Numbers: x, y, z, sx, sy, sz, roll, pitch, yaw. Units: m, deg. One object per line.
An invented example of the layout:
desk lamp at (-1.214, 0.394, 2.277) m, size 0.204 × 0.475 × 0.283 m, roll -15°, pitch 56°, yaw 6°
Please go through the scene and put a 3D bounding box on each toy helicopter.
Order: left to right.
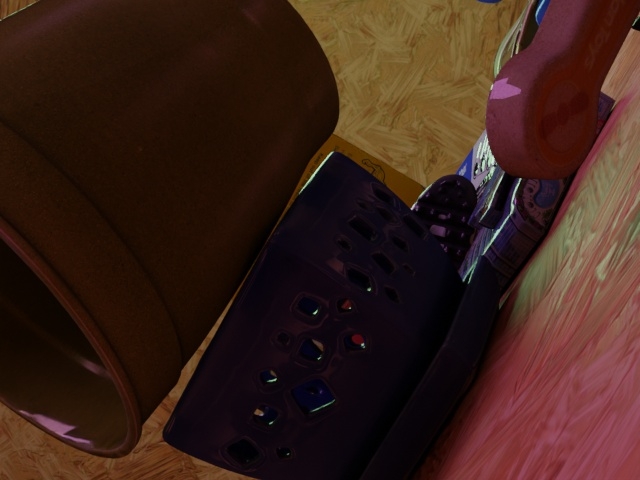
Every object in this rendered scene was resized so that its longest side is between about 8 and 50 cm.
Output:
toy helicopter at (0.207, -0.186, 1.211) m, size 0.235 × 0.140 × 0.355 m, roll 45°, pitch -116°, yaw -44°

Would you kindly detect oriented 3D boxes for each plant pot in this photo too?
plant pot at (-0.179, -0.069, 1.553) m, size 0.353 × 0.366 × 0.366 m, roll -47°, pitch -6°, yaw -25°
plant pot at (0.023, 0.094, 1.631) m, size 0.236 × 0.212 × 0.236 m, roll -60°, pitch 0°, yaw 26°

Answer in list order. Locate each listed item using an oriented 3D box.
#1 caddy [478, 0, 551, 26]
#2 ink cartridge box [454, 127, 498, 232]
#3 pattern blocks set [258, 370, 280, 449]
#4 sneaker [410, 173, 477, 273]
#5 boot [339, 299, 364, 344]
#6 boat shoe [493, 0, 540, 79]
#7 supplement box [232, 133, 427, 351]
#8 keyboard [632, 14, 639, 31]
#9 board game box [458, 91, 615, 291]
caddy at (0.299, -0.397, 2.190) m, size 0.179 × 0.241 × 0.341 m, roll -65°, pitch 2°, yaw -23°
ink cartridge box at (0.201, -0.069, 2.136) m, size 0.207 × 0.046 × 0.097 m, roll 119°, pitch 158°, yaw -66°
pattern blocks set at (-0.050, 0.243, 2.388) m, size 0.325 × 0.026 × 0.285 m, roll 105°, pitch 149°, yaw -72°
sneaker at (0.116, 0.040, 1.878) m, size 0.106 × 0.078 × 0.234 m, roll -32°, pitch -45°, yaw -71°
boot at (0.020, 0.144, 1.987) m, size 0.244 × 0.176 × 0.088 m, roll -61°, pitch 2°, yaw -13°
boat shoe at (0.343, -0.334, 2.486) m, size 0.120 × 0.123 × 0.324 m, roll -101°, pitch 33°, yaw -83°
supplement box at (0.000, 0.000, 2.299) m, size 0.195 × 0.357 × 0.194 m, roll -60°, pitch 0°, yaw -25°
keyboard at (0.327, -0.240, 1.625) m, size 0.108 × 0.023 × 0.180 m, roll -53°, pitch -4°, yaw -21°
board game box at (0.200, -0.058, 1.723) m, size 0.194 × 0.060 × 0.194 m, roll -59°, pitch -1°, yaw -39°
